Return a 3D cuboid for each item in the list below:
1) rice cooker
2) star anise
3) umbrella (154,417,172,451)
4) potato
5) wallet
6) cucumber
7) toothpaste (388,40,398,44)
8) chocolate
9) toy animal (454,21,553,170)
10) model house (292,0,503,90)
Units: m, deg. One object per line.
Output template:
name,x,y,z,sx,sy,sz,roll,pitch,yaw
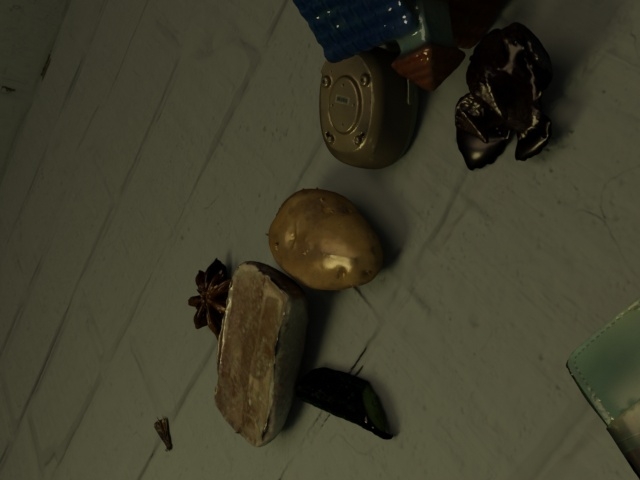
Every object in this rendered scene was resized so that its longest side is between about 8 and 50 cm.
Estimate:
rice cooker,0.072,-0.212,1.103,0.145,0.127,0.207,9,106,40
star anise,-0.211,0.114,1.414,0.167,0.057,0.168,-19,64,47
umbrella,-0.329,0.405,1.506,0.031,0.020,0.083,-28,49,-5
potato,-0.001,0.005,1.138,0.235,0.128,0.161,49,124,39
wallet,0.369,0.168,0.687,0.176,0.075,0.251,-48,46,26
cucumber,0.034,0.239,1.099,0.220,0.046,0.071,9,78,51
toothpaste,0.101,-0.357,1.190,0.046,0.034,0.164,-36,54,43
chocolate,-0.093,0.189,1.214,0.185,0.100,0.304,27,110,47
toy animal,0.246,-0.197,0.946,0.219,0.116,0.180,110,179,-53
model house,0.116,-0.351,0.990,0.251,0.294,0.330,-12,88,46
